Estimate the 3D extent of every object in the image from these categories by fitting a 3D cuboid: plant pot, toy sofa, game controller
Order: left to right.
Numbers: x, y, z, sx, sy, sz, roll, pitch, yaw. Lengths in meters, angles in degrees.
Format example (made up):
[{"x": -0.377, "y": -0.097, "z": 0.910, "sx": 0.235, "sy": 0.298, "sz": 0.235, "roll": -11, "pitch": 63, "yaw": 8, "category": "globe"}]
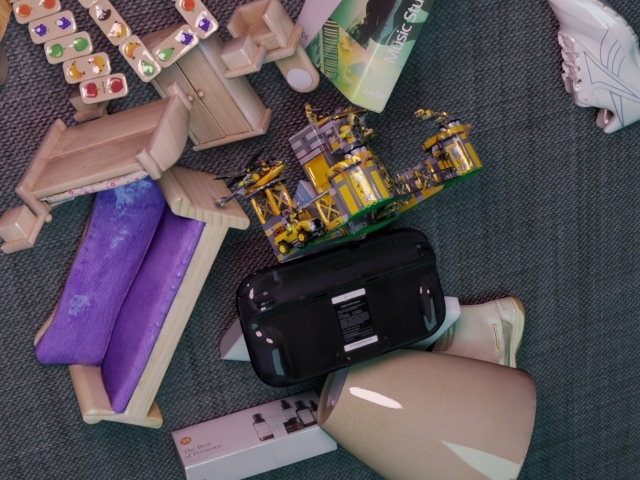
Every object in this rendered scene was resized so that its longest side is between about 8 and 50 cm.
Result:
[{"x": -0.256, "y": 0.070, "z": 1.818, "sx": 0.177, "sy": 0.150, "sz": 0.362, "roll": 14, "pitch": 112, "yaw": -29, "category": "toy sofa"}, {"x": 0.036, "y": 0.092, "z": 1.847, "sx": 0.319, "sy": 0.067, "sz": 0.166, "roll": -16, "pitch": 102, "yaw": -27, "category": "game controller"}, {"x": 0.144, "y": 0.266, "z": 1.984, "sx": 0.274, "sy": 0.256, "sz": 0.256, "roll": 23, "pitch": 109, "yaw": -10, "category": "plant pot"}]

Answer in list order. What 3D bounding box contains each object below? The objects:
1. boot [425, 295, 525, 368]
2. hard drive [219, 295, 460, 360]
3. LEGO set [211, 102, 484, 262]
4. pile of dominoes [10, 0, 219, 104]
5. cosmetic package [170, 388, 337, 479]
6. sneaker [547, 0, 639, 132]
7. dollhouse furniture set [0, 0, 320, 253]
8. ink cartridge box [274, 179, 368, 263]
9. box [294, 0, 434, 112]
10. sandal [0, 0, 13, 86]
[{"x": 0.235, "y": 0.193, "z": 2.122, "sx": 0.165, "sy": 0.077, "sz": 0.213, "roll": -2, "pitch": 113, "yaw": -21, "category": "boot"}, {"x": 0.028, "y": 0.131, "z": 1.973, "sx": 0.308, "sy": 0.040, "sz": 0.203, "roll": 7, "pitch": 146, "yaw": -24, "category": "hard drive"}, {"x": 0.035, "y": -0.116, "z": 1.721, "sx": 0.331, "sy": 0.192, "sz": 0.255, "roll": -21, "pitch": 172, "yaw": -43, "category": "LEGO set"}, {"x": -0.274, "y": -0.298, "z": 1.589, "sx": 0.196, "sy": 0.040, "sz": 0.251, "roll": -38, "pitch": 89, "yaw": 5, "category": "pile of dominoes"}, {"x": -0.104, "y": 0.310, "z": 2.043, "sx": 0.239, "sy": 0.099, "sz": 0.060, "roll": -16, "pitch": 120, "yaw": -13, "category": "cosmetic package"}, {"x": 0.404, "y": -0.264, "z": 1.917, "sx": 0.129, "sy": 0.111, "sz": 0.297, "roll": -39, "pitch": 123, "yaw": 10, "category": "sneaker"}, {"x": -0.178, "y": -0.100, "z": 1.620, "sx": 0.303, "sy": 0.355, "sz": 0.174, "roll": -13, "pitch": 129, "yaw": 29, "category": "dollhouse furniture set"}, {"x": 0.000, "y": 0.000, "z": 1.913, "sx": 0.092, "sy": 0.090, "sz": 0.143, "roll": 9, "pitch": 115, "yaw": -26, "category": "ink cartridge box"}, {"x": 0.080, "y": -0.352, "z": 1.661, "sx": 0.058, "sy": 0.232, "sz": 0.322, "roll": 13, "pitch": 112, "yaw": -29, "category": "box"}, {"x": -0.397, "y": -0.257, "z": 1.577, "sx": 0.060, "sy": 0.090, "sz": 0.219, "roll": 9, "pitch": 146, "yaw": 6, "category": "sandal"}]
